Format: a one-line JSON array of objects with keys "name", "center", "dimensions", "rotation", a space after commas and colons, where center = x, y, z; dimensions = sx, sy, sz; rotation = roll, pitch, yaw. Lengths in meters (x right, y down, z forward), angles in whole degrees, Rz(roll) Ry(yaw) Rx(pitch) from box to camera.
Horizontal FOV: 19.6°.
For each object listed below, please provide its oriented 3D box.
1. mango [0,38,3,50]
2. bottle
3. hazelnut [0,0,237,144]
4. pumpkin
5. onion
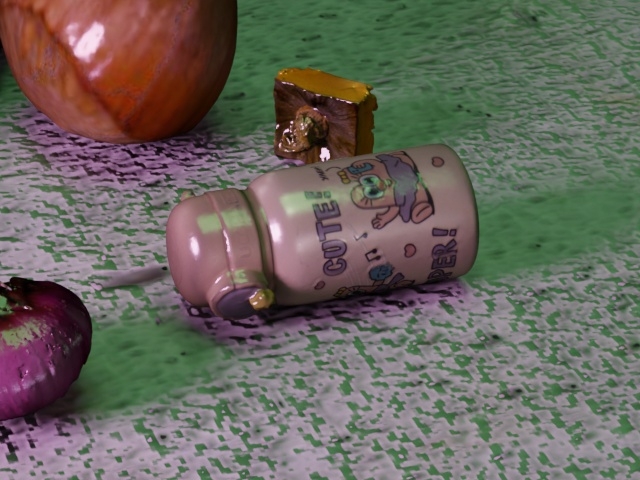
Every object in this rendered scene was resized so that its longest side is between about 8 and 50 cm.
[{"name": "mango", "center": [-0.322, -0.224, 1.592], "dimensions": [0.133, 0.111, 0.267], "rotation": [39, 16, -24]}, {"name": "bottle", "center": [0.000, 0.000, 1.278], "dimensions": [0.209, 0.097, 0.110], "rotation": [-11, 51, -16]}, {"name": "hazelnut", "center": [-0.151, -0.177, 1.463], "dimensions": [0.214, 0.214, 0.176], "rotation": [33, 1, 40]}, {"name": "pumpkin", "center": [0.000, -0.092, 1.444], "dimensions": [0.083, 0.074, 0.054], "rotation": [19, 42, 26]}, {"name": "onion", "center": [-0.199, 0.062, 1.162], "dimensions": [0.115, 0.104, 0.115], "rotation": [-15, 15, 4]}]
